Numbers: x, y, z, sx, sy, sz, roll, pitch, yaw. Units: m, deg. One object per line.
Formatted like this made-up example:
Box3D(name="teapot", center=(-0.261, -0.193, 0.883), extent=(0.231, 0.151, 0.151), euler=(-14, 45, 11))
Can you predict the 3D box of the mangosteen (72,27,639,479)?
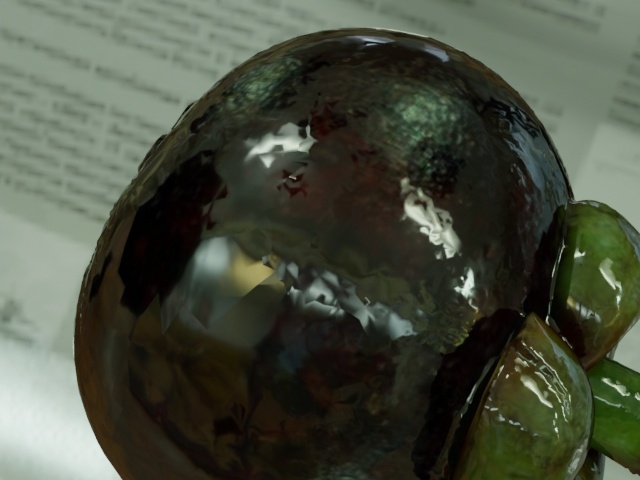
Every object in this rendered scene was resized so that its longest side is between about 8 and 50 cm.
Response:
Box3D(name="mangosteen", center=(0.023, 0.046, 0.991), extent=(0.300, 0.300, 0.300), euler=(10, 31, -6))
